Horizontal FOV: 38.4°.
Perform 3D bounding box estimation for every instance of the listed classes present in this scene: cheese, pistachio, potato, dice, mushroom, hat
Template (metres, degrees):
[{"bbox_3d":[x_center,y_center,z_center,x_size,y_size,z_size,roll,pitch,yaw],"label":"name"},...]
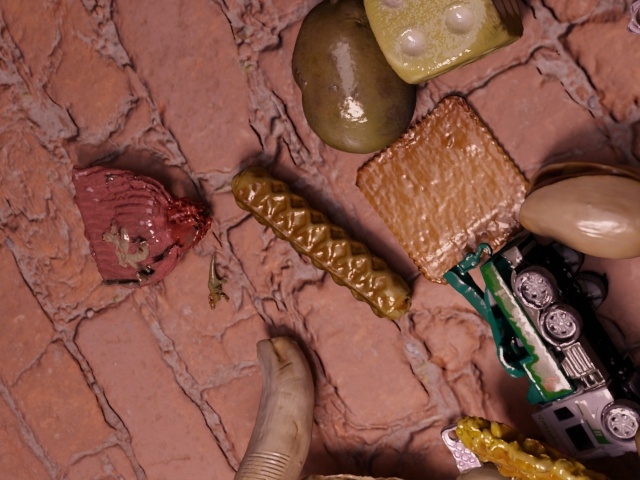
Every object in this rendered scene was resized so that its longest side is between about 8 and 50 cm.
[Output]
[{"bbox_3d":[0.263,0.402,1.501,0.137,0.064,0.227,-28,92,24],"label":"cheese"},{"bbox_3d":[0.392,-0.047,1.287,0.215,0.144,0.143,10,107,20],"label":"pistachio"},{"bbox_3d":[0.046,-0.256,1.380,0.175,0.159,0.251,-15,112,2],"label":"potato"},{"bbox_3d":[0.175,-0.326,1.293,0.169,0.169,0.166,-21,95,28],"label":"dice"},{"bbox_3d":[-0.075,0.323,1.523,0.123,0.351,0.095,14,147,-11],"label":"mushroom"},{"bbox_3d":[-0.321,-0.023,1.628,0.287,0.107,0.236,0,113,29],"label":"hat"}]

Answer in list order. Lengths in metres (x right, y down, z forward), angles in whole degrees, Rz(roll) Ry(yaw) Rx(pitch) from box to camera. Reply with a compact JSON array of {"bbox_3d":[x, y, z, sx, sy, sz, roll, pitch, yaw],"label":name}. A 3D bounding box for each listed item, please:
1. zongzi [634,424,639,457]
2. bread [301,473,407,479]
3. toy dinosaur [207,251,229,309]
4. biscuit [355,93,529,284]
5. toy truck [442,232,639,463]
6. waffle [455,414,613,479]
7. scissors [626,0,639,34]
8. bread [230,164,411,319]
[{"bbox_3d":[0.600,0.386,1.190,0.361,0.160,0.322,2,79,-17],"label":"zongzi"},{"bbox_3d":[0.098,0.608,1.496,0.361,0.250,0.394,-2,119,28],"label":"bread"},{"bbox_3d":[-0.184,0.077,1.636,0.041,0.026,0.113,26,123,35],"label":"toy dinosaur"},{"bbox_3d":[0.196,-0.074,1.437,0.232,0.013,0.236,-39,87,27],"label":"biscuit"},{"bbox_3d":[0.348,0.148,1.348,0.178,0.177,0.363,-37,86,36],"label":"toy truck"},{"bbox_3d":[0.351,0.353,1.351,0.307,0.312,0.060,21,73,37],"label":"waffle"},{"bbox_3d":[0.507,-0.324,1.232,0.189,0.015,0.100,-38,84,26],"label":"scissors"},{"bbox_3d":[-0.001,0.001,1.508,0.368,0.084,0.077,39,75,12],"label":"bread"}]
